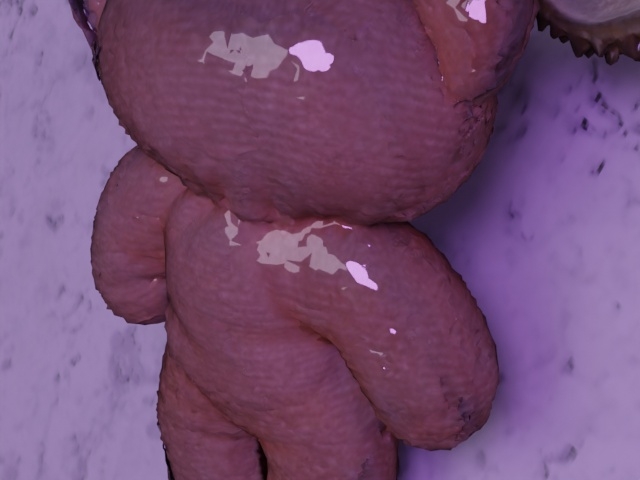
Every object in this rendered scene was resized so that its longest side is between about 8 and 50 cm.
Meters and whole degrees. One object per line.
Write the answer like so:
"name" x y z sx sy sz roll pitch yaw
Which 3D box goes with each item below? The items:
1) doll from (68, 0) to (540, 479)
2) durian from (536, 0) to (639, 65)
"doll" 0.000 0.000 0.655 0.201 0.156 0.303 19 126 28
"durian" 0.141 -0.123 0.532 0.188 0.091 0.148 43 128 49
